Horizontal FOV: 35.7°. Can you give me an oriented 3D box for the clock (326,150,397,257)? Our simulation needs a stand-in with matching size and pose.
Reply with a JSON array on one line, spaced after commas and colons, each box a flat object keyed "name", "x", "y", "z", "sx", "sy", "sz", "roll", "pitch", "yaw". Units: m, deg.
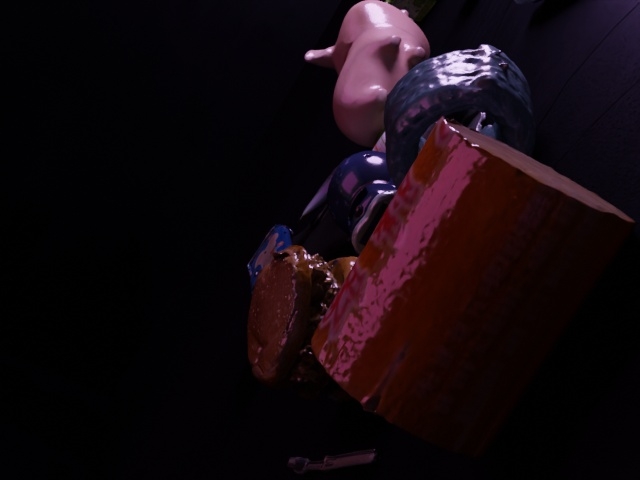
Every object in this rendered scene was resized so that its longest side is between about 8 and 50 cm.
[{"name": "clock", "x": 0.098, "y": -0.061, "z": 1.670, "sx": 0.199, "sy": 0.147, "sz": 0.243, "roll": -63, "pitch": 20, "yaw": 16}]

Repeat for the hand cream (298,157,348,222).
[{"name": "hand cream", "x": 0.012, "y": -0.104, "z": 2.167, "sx": 0.174, "sy": 0.047, "sz": 0.076, "roll": -46, "pitch": -2, "yaw": -8}]

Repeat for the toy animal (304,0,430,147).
[{"name": "toy animal", "x": 0.116, "y": -0.336, "z": 2.029, "sx": 0.269, "sy": 0.237, "sz": 0.326, "roll": -14, "pitch": 52, "yaw": 58}]

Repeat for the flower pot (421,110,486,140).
[{"name": "flower pot", "x": 0.194, "y": -0.168, "z": 1.581, "sx": 0.108, "sy": 0.103, "sz": 0.229, "roll": -56, "pitch": 15, "yaw": 32}]

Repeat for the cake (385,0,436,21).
[{"name": "cake", "x": 0.250, "y": -0.618, "z": 2.263, "sx": 0.235, "sy": 0.100, "sz": 0.099, "roll": -50, "pitch": 18, "yaw": 44}]

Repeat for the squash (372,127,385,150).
[{"name": "squash", "x": 0.164, "y": -0.214, "z": 1.865, "sx": 0.219, "sy": 0.068, "sz": 0.077, "roll": -49, "pitch": 36, "yaw": 44}]

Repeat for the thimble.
[{"name": "thimble", "x": 0.190, "y": -0.153, "z": 1.357, "sx": 0.143, "sy": 0.198, "sz": 0.235, "roll": -84, "pitch": 18, "yaw": -53}]

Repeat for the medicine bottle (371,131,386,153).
[{"name": "medicine bottle", "x": 0.107, "y": -0.108, "z": 1.835, "sx": 0.183, "sy": 0.086, "sz": 0.086, "roll": -56, "pitch": 15, "yaw": 26}]

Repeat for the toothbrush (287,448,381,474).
[{"name": "toothbrush", "x": 0.018, "y": 0.326, "z": 1.458, "sx": 0.294, "sy": 0.028, "sz": 0.026, "roll": -27, "pitch": 39, "yaw": 60}]

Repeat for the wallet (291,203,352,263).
[{"name": "wallet", "x": 0.000, "y": 0.000, "z": 2.114, "sx": 0.377, "sy": 0.051, "sz": 0.197, "roll": -43, "pitch": 24, "yaw": 52}]

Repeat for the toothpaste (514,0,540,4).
[{"name": "toothpaste", "x": 0.380, "y": -0.412, "z": 1.494, "sx": 0.074, "sy": 0.048, "sz": 0.297, "roll": -63, "pitch": 16, "yaw": -13}]

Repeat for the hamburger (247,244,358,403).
[{"name": "hamburger", "x": 0.011, "y": 0.121, "z": 1.475, "sx": 0.245, "sy": 0.211, "sz": 0.260, "roll": -96, "pitch": 30, "yaw": -55}]

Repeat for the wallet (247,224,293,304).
[{"name": "wallet", "x": -0.102, "y": 0.061, "z": 2.151, "sx": 0.141, "sy": 0.059, "sz": 0.202, "roll": -54, "pitch": 19, "yaw": 16}]

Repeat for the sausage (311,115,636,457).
[{"name": "sausage", "x": 0.155, "y": 0.042, "z": 1.039, "sx": 0.287, "sy": 0.233, "sz": 0.233, "roll": -59, "pitch": 14, "yaw": 12}]
